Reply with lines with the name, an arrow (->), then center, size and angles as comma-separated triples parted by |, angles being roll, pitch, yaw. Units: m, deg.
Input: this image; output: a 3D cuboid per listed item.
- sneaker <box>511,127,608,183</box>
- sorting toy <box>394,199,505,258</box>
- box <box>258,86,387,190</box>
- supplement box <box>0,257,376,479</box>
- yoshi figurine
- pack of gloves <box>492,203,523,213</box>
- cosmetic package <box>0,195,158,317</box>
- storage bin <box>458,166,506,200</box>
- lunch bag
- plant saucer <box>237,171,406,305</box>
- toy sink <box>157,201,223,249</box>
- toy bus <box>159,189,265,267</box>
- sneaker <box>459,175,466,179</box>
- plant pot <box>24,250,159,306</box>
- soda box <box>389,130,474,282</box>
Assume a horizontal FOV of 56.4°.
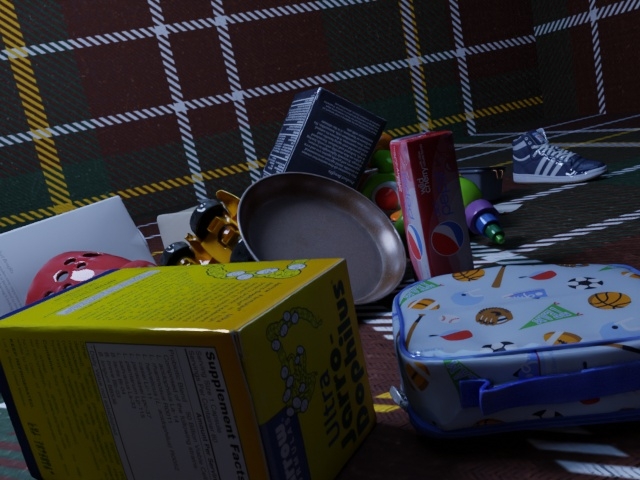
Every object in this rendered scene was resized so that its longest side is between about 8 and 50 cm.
sneaker -> 0.669, -0.245, 1.704 | 0.099, 0.153, 0.282 | -21, 16, -36
sorting toy -> 0.192, 0.018, 1.152 | 0.365, 0.127, 0.126 | -15, 36, -7
box -> -0.016, -0.187, 1.427 | 0.182, 0.294, 0.296 | 24, 5, -16
supplement box -> -0.150, 0.143, 0.640 | 0.356, 0.194, 0.195 | -4, 15, 31
yoshi figurine -> 0.239, -0.115, 1.399 | 0.203, 0.203, 0.362 | 29, 12, -42
pack of gloves -> 0.363, -0.085, 1.529 | 0.195, 0.046, 0.232 | -20, 15, -32
cosmetic package -> -0.509, 0.079, 1.123 | 0.156, 0.217, 0.385 | -26, 2, 34
storage bin -> 0.442, -0.152, 1.606 | 0.135, 0.091, 0.098 | -8, 7, -41
lunch bag -> 0.219, 0.112, 0.635 | 0.303, 0.115, 0.243 | -9, 15, 6
plant saucer -> 0.000, 0.000, 1.043 | 0.310, 0.050, 0.311 | 15, 43, -15
toy sink -> -0.295, -0.017, 1.586 | 0.234, 0.153, 0.131 | -4, 14, 36
toy bus -> -0.178, 0.043, 1.162 | 0.149, 0.220, 0.211 | 37, -3, 23
sneaker -> 0.320, -0.132, 1.523 | 0.145, 0.090, 0.270 | -24, 4, -30
plant pot -> -0.345, 0.112, 0.973 | 0.174, 0.191, 0.191 | -2, 15, 22
soda box -> 0.190, -0.050, 1.016 | 0.083, 0.263, 0.092 | -15, 12, -10
